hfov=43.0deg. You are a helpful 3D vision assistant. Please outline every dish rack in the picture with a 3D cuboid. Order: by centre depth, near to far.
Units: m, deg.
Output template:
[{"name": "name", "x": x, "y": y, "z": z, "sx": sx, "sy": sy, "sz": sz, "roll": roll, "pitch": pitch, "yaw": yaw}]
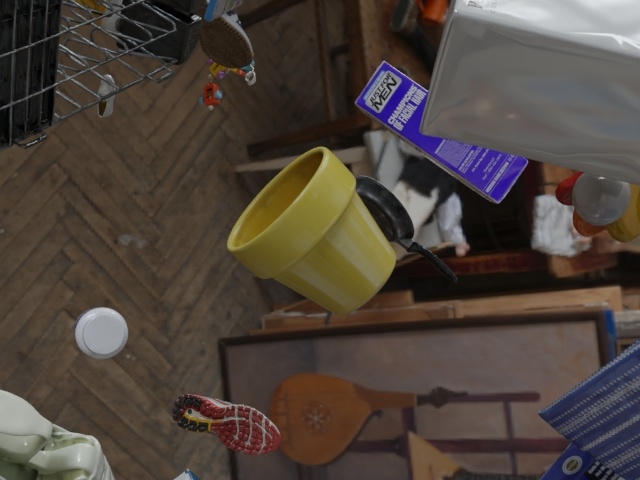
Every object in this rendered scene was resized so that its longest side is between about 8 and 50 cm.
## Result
[{"name": "dish rack", "x": -0.156, "y": -0.185, "z": 0.556, "sx": 0.271, "sy": 0.074, "sz": 0.208, "roll": -49, "pitch": 161, "yaw": -52}]

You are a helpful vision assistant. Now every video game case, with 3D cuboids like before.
[{"name": "video game case", "x": -0.163, "y": -0.482, "z": 1.517, "sx": 0.015, "sy": 0.119, "sz": 0.166, "roll": 27, "pitch": 31, "yaw": 3}]

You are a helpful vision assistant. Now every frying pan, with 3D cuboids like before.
[{"name": "frying pan", "x": 0.176, "y": -0.017, "z": 1.934, "sx": 0.053, "sy": 0.197, "sz": 0.326, "roll": -41, "pitch": 107, "yaw": -19}]

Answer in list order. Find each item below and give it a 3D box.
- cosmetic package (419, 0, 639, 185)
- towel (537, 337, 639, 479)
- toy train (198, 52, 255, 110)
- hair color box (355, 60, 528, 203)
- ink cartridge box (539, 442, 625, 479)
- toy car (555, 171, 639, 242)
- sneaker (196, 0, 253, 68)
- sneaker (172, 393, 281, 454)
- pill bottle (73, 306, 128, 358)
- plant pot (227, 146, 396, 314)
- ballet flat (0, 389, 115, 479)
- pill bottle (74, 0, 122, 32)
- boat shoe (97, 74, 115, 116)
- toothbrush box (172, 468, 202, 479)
[{"name": "cosmetic package", "x": 0.301, "y": -0.173, "z": 0.810, "sx": 0.155, "sy": 0.365, "sz": 0.197, "roll": 101, "pitch": 4, "yaw": -49}, {"name": "towel", "x": 0.454, "y": 0.245, "z": 0.932, "sx": 0.336, "sy": 0.243, "sz": 0.040, "roll": 35, "pitch": 49, "yaw": 3}, {"name": "toy train", "x": -0.204, "y": -0.368, "z": 1.856, "sx": 0.046, "sy": 0.166, "sz": 0.125, "roll": 16, "pitch": 62, "yaw": -55}, {"name": "hair color box", "x": 0.239, "y": -0.211, "z": 1.621, "sx": 0.110, "sy": 0.338, "sz": 0.185, "roll": -56, "pitch": 176, "yaw": 7}, {"name": "ink cartridge box", "x": 0.364, "y": 0.402, "z": 1.120, "sx": 0.224, "sy": 0.045, "sz": 0.223, "roll": 32, "pitch": 100, "yaw": -27}, {"name": "toy car", "x": 0.374, "y": -0.089, "z": 1.061, "sx": 0.159, "sy": 0.136, "sz": 0.182, "roll": 11, "pitch": 86, "yaw": -38}, {"name": "sneaker", "x": -0.215, "y": -0.476, "z": 1.617, "sx": 0.282, "sy": 0.099, "sz": 0.153, "roll": 44, "pitch": 41, "yaw": -53}, {"name": "sneaker", "x": -0.175, "y": 0.354, "z": 1.599, "sx": 0.088, "sy": 0.225, "sz": 0.092, "roll": -71, "pitch": 158, "yaw": -4}, {"name": "pill bottle", "x": -0.477, "y": 0.201, "z": 1.765, "sx": 0.112, "sy": 0.186, "sz": 0.112, "roll": 2, "pitch": 85, "yaw": -19}, {"name": "plant pot", "x": 0.000, "y": 0.000, "z": 1.479, "sx": 0.239, "sy": 0.254, "sz": 0.254, "roll": 44, "pitch": 51, "yaw": -19}, {"name": "ballet flat", "x": -0.365, "y": 0.275, "z": 1.030, "sx": 0.400, "sy": 0.139, "sz": 0.139, "roll": 46, "pitch": 51, "yaw": -40}, {"name": "pill bottle", "x": -0.362, "y": -0.429, "z": 1.378, "sx": 0.208, "sy": 0.117, "sz": 0.117, "roll": 40, "pitch": 49, "yaw": -3}, {"name": "boat shoe", "x": -0.500, "y": -0.332, "z": 1.876, "sx": 0.035, "sy": 0.035, "sz": 0.100, "roll": -42, "pitch": 149, "yaw": -60}, {"name": "toothbrush box", "x": -0.200, "y": 0.604, "z": 1.549, "sx": 0.126, "sy": 0.216, "sz": 0.295, "roll": -35, "pitch": 139, "yaw": -2}]
